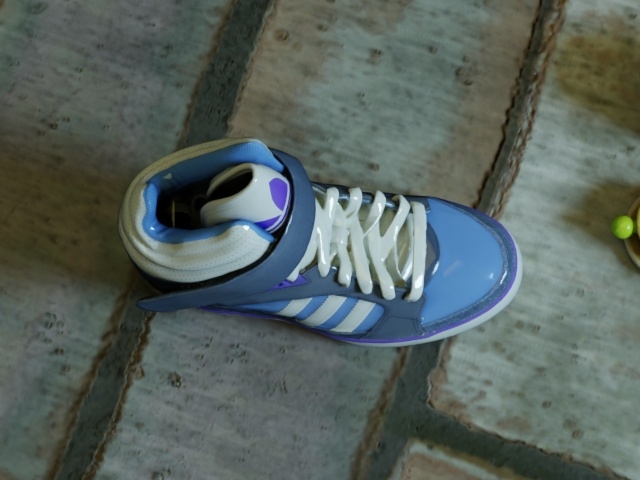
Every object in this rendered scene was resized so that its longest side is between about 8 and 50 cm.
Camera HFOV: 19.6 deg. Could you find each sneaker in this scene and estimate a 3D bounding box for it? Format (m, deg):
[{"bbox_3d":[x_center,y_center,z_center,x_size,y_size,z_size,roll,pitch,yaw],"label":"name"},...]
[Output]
[{"bbox_3d":[0.000,-0.001,1.472,0.322,0.236,0.130,3,76,6],"label":"sneaker"}]

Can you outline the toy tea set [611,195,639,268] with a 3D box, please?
[{"bbox_3d":[0.411,-0.060,1.506,0.336,0.124,0.200,5,76,7],"label":"toy tea set"}]
